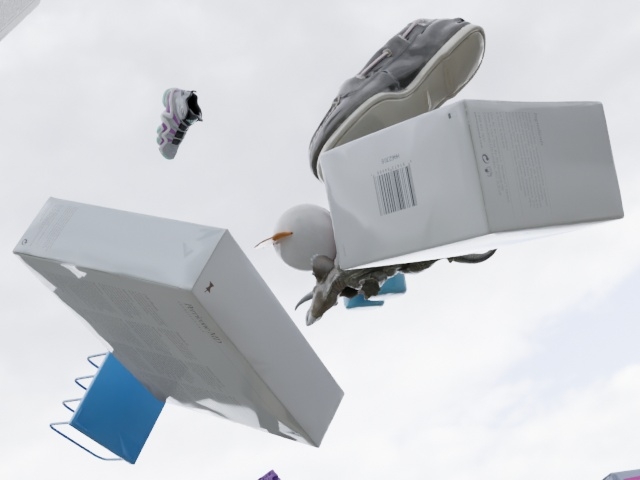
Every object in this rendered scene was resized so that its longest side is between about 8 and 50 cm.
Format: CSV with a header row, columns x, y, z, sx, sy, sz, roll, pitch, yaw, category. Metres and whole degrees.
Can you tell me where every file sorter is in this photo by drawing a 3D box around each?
x,y,z,sx,sy,sz,roll,pitch,yaw,category
-0.309,0.234,1.597,0.118,0.170,0.104,40,-32,-25,file sorter

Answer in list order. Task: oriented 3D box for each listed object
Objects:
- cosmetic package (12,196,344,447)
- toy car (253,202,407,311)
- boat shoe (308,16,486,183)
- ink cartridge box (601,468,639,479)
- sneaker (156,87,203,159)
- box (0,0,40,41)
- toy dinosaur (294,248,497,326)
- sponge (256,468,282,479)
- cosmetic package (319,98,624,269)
x,y,z,sx,sy,sz,roll,pitch,yaw,category
-0.167,0.109,1.344,0.097,0.284,0.377,-60,-37,-25,cosmetic package
0.000,0.000,1.757,0.237,0.219,0.210,-2,-13,-17,toy car
0.080,-0.177,1.326,0.335,0.095,0.112,-42,-41,-31,boat shoe
0.473,0.406,1.256,0.185,0.311,0.065,1,-44,-34,ink cartridge box
-0.184,-0.156,1.426,0.038,0.069,0.098,-3,-82,-53,sneaker
-0.316,-0.245,0.875,0.126,0.232,0.149,10,-64,-3,box
0.103,0.020,1.557,0.313,0.121,0.160,-23,5,-7,toy dinosaur
-0.153,0.435,1.637,0.210,0.031,0.117,-32,-17,-22,sponge
0.162,-0.058,1.148,0.224,0.138,0.224,-8,-5,-40,cosmetic package
